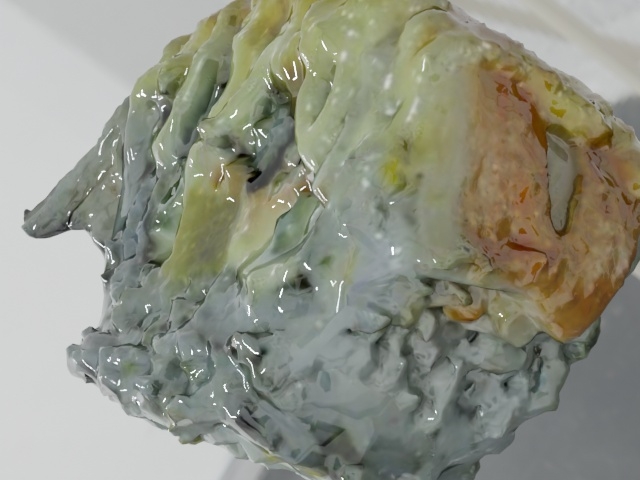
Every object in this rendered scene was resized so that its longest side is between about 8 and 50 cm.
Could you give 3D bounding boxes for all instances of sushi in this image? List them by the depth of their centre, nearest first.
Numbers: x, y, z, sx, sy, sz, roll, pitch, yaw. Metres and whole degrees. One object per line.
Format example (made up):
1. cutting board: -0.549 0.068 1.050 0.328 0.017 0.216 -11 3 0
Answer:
1. sushi: 0.000 0.000 0.769 0.274 0.139 0.184 12 76 63
